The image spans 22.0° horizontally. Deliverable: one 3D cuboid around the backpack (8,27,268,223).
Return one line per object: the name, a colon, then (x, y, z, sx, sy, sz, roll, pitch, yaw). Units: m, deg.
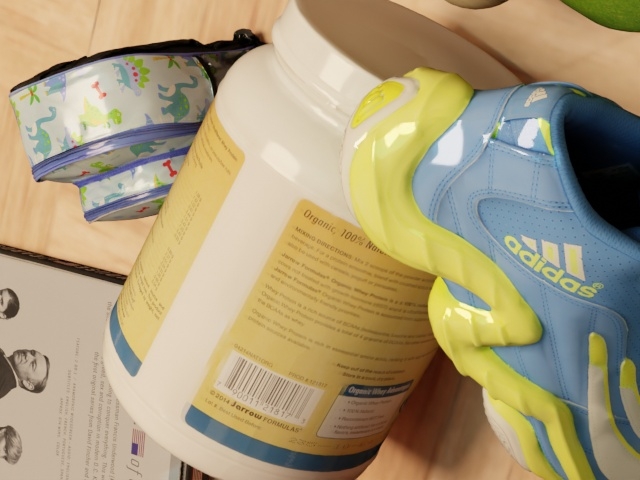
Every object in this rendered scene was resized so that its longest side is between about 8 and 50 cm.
backpack: (-0.090, -0.055, 0.827, 0.105, 0.114, 0.084, -17, 84, 35)

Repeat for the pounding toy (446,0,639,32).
pounding toy: (0.135, -0.087, 0.621, 0.236, 0.183, 0.110, -3, 104, 23)

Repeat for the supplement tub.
supplement tub: (0.000, 0.000, 0.748, 0.144, 0.144, 0.200, 41, 116, 26)

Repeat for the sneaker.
sneaker: (0.112, 0.028, 0.630, 0.126, 0.240, 0.091, -6, 47, 48)

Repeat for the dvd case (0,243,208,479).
dvd case: (-0.160, 0.098, 0.947, 0.238, 0.029, 0.179, 12, 102, 34)
